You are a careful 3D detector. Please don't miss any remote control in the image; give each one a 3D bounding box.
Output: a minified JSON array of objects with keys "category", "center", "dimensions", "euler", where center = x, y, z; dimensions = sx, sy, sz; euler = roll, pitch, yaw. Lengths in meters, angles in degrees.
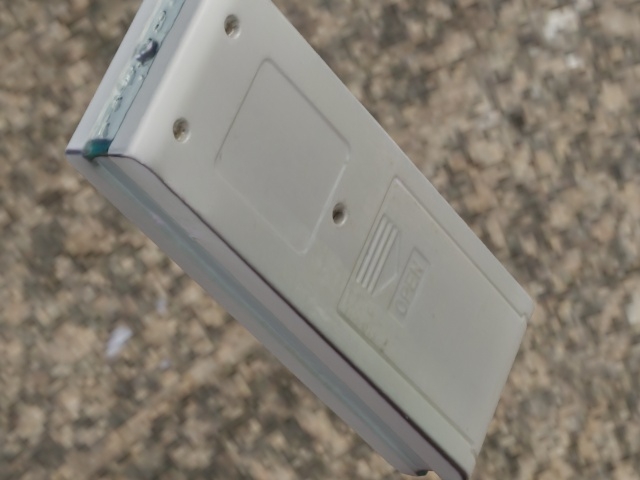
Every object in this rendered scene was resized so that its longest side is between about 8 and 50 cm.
[{"category":"remote control","center":[0.000,0.000,0.847],"dimensions":[0.055,0.277,0.103],"euler":[2,58,40]}]
